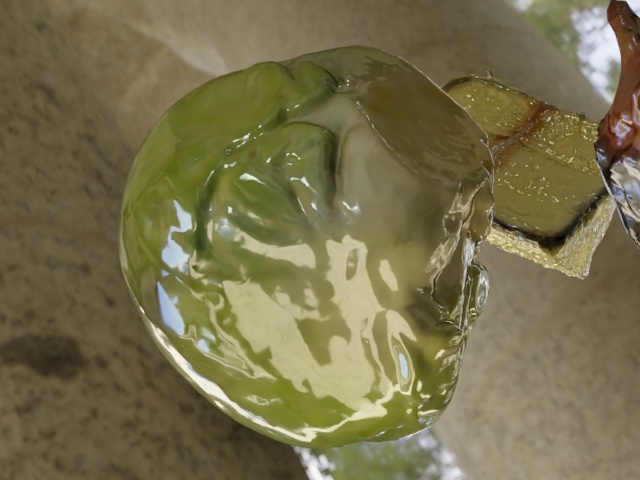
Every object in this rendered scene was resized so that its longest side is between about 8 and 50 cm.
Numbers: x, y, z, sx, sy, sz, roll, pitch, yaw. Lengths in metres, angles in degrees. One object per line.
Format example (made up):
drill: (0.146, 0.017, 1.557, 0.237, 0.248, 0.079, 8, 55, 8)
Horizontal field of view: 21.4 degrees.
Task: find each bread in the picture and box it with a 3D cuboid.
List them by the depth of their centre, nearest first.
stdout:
bread: (0.200, -0.080, 1.911, 0.236, 0.263, 0.198, -1, -68, -65)

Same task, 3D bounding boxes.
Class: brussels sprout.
brussels sprout: (0.000, 0.000, 1.316, 0.268, 0.344, 0.344, -49, -23, -46)

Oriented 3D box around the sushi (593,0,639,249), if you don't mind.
sushi: (0.308, -0.096, 0.916, 0.343, 0.196, 0.182, -37, -56, -28)
